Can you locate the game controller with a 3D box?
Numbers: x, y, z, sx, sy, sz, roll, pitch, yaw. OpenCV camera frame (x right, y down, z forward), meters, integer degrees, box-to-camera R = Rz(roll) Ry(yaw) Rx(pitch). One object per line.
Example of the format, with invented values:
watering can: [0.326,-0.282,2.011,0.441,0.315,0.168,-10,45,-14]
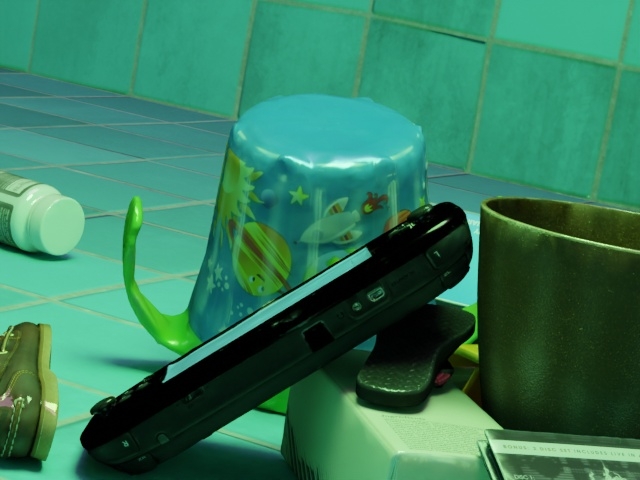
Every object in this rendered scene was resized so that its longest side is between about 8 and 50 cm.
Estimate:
game controller: [-0.032,0.064,1.379,0.319,0.067,0.166,-31,13,1]

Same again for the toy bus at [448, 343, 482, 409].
toy bus: [0.185,0.132,1.574,0.191,0.104,0.202,11,10,5]

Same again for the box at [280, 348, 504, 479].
box: [0.057,0.155,1.335,0.113,0.094,0.275,8,9,-14]

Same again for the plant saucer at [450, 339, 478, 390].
plant saucer: [0.052,0.099,1.831,0.278,0.041,0.278,9,9,-1]

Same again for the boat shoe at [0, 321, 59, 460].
boat shoe: [-0.235,0.104,1.401,0.073,0.073,0.207,10,9,-12]

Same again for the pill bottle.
pill bottle: [-0.330,-0.030,2.090,0.137,0.078,0.078,17,12,38]

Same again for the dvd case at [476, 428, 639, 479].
dvd case: [0.201,0.202,1.151,0.164,0.018,0.221,6,38,-21]

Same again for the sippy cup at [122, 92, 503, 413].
sippy cup: [0.000,0.000,1.637,0.305,0.224,0.240,-19,33,-38]

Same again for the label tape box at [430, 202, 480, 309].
label tape box: [0.130,0.018,1.984,0.249,0.115,0.347,14,-4,23]

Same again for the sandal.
sandal: [0.065,0.088,1.358,0.067,0.040,0.179,8,22,17]

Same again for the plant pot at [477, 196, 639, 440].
plant pot: [0.203,0.102,1.381,0.215,0.230,0.215,9,9,-1]
